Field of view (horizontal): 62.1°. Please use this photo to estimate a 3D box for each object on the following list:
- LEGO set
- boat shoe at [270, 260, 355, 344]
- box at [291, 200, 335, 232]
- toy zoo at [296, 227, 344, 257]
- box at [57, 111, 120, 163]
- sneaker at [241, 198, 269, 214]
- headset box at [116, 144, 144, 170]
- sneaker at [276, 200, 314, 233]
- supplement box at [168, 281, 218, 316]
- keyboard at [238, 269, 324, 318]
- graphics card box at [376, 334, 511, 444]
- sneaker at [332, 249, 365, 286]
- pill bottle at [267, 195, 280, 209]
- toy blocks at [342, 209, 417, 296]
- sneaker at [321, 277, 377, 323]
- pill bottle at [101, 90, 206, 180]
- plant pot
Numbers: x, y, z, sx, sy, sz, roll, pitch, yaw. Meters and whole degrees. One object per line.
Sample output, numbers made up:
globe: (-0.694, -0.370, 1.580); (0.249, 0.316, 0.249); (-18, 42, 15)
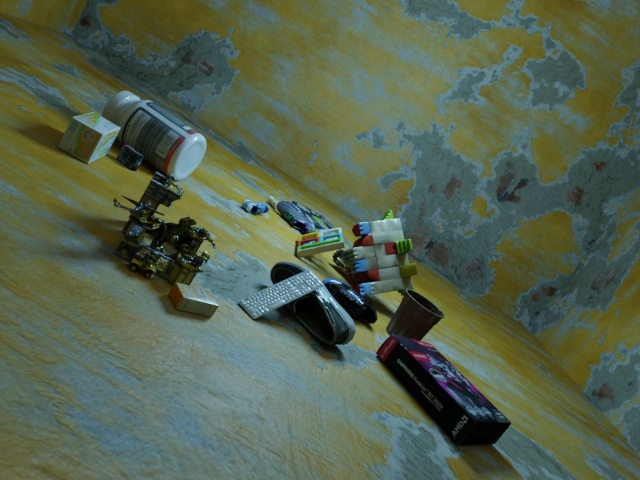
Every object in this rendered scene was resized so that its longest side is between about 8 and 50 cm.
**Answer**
LEGO set: (-0.374, -0.046, 1.348); (0.255, 0.192, 0.331); (31, 12, -10)
boat shoe: (-0.039, 0.170, 1.534); (0.335, 0.121, 0.119); (39, 15, 27)
box: (-0.030, -0.090, 2.734); (0.216, 0.060, 0.270); (26, 14, -32)
toy zoo: (0.000, 0.000, 2.231); (0.192, 0.030, 0.293); (-12, 14, 2)
box: (-0.746, -0.337, 1.725); (0.103, 0.114, 0.203); (30, 14, -13)
sneaker: (-0.275, -0.137, 2.310); (0.144, 0.053, 0.059); (6, 27, -47)
headset box: (-0.672, -0.293, 1.867); (0.083, 0.062, 0.032); (36, 12, 11)
sneaker: (-0.129, -0.112, 2.524); (0.224, 0.083, 0.098); (37, 17, 12)
supplement box: (-0.291, 0.136, 1.221); (0.098, 0.036, 0.062); (22, 17, -43)
keyboard: (-0.103, 0.144, 1.454); (0.256, 0.014, 0.072); (-22, 47, -40)
graphics card box: (0.361, 0.438, 1.583); (0.233, 0.094, 0.371); (22, 17, -44)
sneaker: (0.146, 0.129, 2.263); (0.225, 0.088, 0.093); (52, 6, 35)
pill bottle: (-0.229, -0.188, 2.643); (0.043, 0.043, 0.083); (20, 18, -47)
toy blocks: (0.213, 0.072, 2.136); (0.261, 0.381, 0.191); (-6, -8, -23)
sneaker: (0.103, 0.210, 1.838); (0.232, 0.081, 0.090); (31, 5, -16)
pill bottle: (-0.642, -0.409, 2.048); (0.363, 0.210, 0.210); (35, 12, 7)
plant pot: (0.333, 0.289, 1.924); (0.167, 0.165, 0.167); (32, 13, -8)
